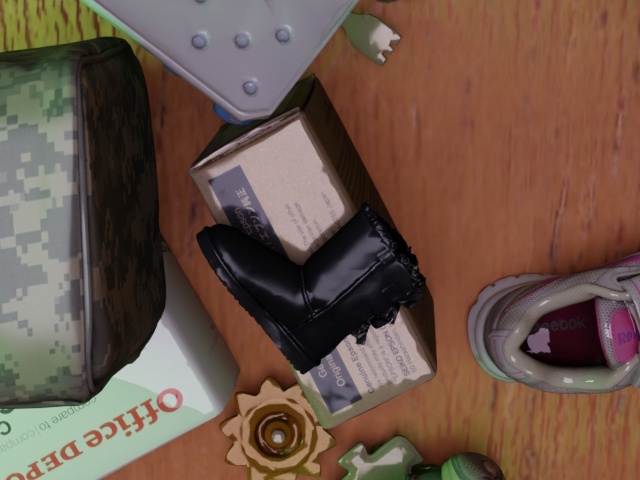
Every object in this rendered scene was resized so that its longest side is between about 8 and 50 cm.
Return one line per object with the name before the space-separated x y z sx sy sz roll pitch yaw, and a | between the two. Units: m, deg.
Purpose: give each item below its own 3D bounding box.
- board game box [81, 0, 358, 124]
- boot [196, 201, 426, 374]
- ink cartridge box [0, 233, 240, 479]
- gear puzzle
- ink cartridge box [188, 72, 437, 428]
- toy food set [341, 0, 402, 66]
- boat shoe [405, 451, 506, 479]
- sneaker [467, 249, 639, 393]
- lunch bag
board game box | -0.091 -0.323 1.268 0.390 0.050 0.390 37 68 -2
boot | -0.003 0.014 1.194 0.099 0.045 0.121 -37 104 11
ink cartridge box | -0.214 0.039 1.414 0.207 0.117 0.283 -29 97 8
gear puzzle | 0.039 0.244 1.476 0.175 0.044 0.339 -40 97 3
ink cartridge box | 0.000 0.000 1.333 0.088 0.235 0.193 -28 97 7
toy food set | 0.056 -0.235 1.390 0.132 0.038 0.192 38 106 3
boat shoe | 0.109 0.333 1.416 0.130 0.132 0.355 -14 89 9
sneaker | 0.230 0.056 1.392 0.252 0.111 0.103 -19 99 7
lunch bag | -0.241 -0.016 1.192 0.256 0.305 0.213 -4 99 3
